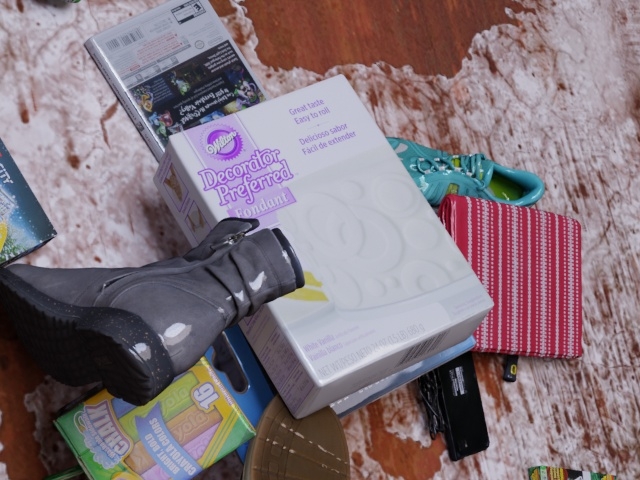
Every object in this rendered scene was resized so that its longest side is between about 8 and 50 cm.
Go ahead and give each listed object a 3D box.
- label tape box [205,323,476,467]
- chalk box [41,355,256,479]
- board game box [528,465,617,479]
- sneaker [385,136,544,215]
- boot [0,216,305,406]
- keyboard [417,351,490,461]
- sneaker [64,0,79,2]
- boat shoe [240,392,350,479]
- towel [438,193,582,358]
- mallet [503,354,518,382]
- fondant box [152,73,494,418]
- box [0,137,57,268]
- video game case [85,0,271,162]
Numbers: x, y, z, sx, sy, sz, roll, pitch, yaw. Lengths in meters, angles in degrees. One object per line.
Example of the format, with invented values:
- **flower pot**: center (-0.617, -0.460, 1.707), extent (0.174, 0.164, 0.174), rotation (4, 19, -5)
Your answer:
- **label tape box**: center (-0.018, 0.093, 1.801), extent (0.334, 0.106, 0.240), rotation (-25, 87, -25)
- **chalk box**: center (-0.193, 0.205, 1.601), extent (0.213, 0.132, 0.132), rotation (-34, 93, -7)
- **board game box**: center (0.336, 0.424, 1.978), extent (0.136, 0.030, 0.259), rotation (12, 65, -33)
- **sneaker**: center (0.172, -0.088, 2.020), extent (0.275, 0.110, 0.107), rotation (12, 65, -31)
- **boot**: center (-0.175, 0.053, 1.569), extent (0.223, 0.338, 0.118), rotation (-35, 122, -28)
- **keyboard**: center (0.156, 0.181, 1.945), extent (0.100, 0.038, 0.192), rotation (-11, 88, -44)
- **sneaker**: center (-0.328, -0.342, 1.754), extent (0.343, 0.134, 0.146), rotation (-20, 84, -40)
- **boat shoe**: center (-0.056, 0.312, 1.608), extent (0.123, 0.123, 0.342), rotation (26, 47, -23)
- **towel**: center (0.249, 0.051, 2.007), extent (0.275, 0.031, 0.199), rotation (9, 79, -43)
- **mallet**: center (0.257, 0.094, 2.056), extent (0.062, 0.039, 0.189), rotation (30, 60, -24)
- **fondant box**: center (0.000, 0.000, 1.702), extent (0.238, 0.096, 0.330), rotation (-23, 69, -28)
- **box**: center (-0.407, -0.067, 1.640), extent (0.159, 0.044, 0.233), rotation (-31, 90, -39)
- **video game case**: center (-0.171, -0.204, 1.881), extent (0.190, 0.022, 0.173), rotation (-34, 92, -40)
